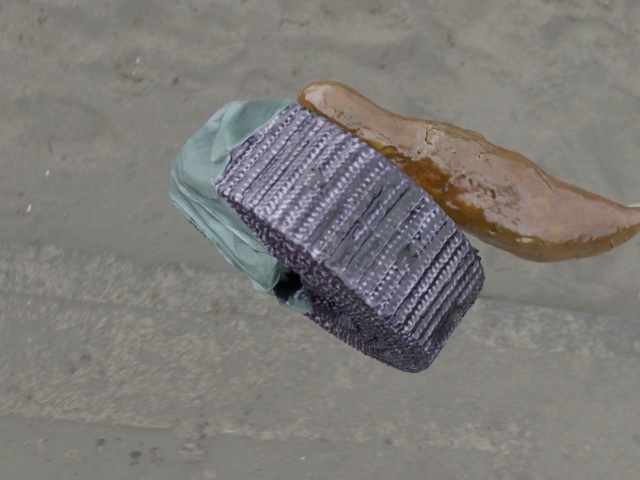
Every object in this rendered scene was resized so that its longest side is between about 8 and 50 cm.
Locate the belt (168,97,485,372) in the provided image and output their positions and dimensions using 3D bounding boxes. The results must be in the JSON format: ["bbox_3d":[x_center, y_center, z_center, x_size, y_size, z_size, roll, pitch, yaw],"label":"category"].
[{"bbox_3d":[0.000,0.000,0.807,0.260,0.325,0.122,38,81,0],"label":"belt"}]

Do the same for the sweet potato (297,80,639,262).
[{"bbox_3d":[0.138,-0.048,0.897,0.354,0.095,0.106,20,52,-5],"label":"sweet potato"}]
